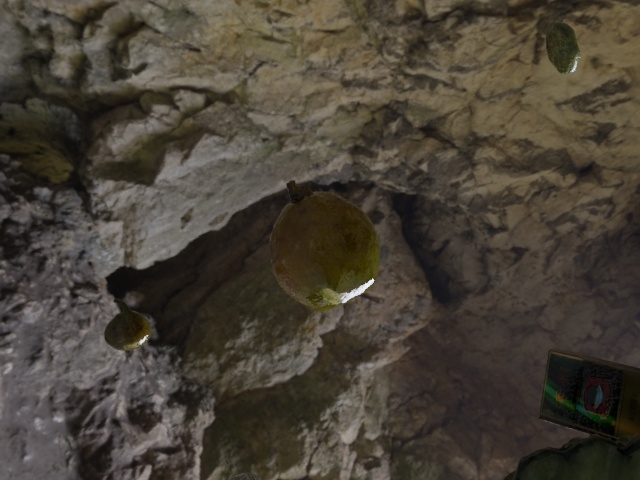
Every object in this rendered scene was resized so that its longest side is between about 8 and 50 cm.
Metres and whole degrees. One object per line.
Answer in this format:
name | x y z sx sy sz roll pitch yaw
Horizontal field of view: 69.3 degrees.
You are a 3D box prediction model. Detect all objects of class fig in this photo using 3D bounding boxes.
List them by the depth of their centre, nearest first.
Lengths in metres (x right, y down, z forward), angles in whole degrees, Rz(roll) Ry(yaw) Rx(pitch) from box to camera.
fig | -0.381 0.170 0.918 0.084 0.082 0.098 24 -61 32

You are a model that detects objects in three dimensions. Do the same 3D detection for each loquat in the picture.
loquat | 0.000 0.000 0.853 0.246 0.213 0.213 65 -21 -6

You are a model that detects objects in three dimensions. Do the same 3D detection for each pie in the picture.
pie | 0.378 -0.301 0.723 0.085 0.017 0.085 -25 90 -85

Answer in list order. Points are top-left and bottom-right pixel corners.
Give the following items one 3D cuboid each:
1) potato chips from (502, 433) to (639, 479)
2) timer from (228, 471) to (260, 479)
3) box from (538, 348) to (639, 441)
potato chips | 0.347 0.423 0.542 0.358 0.070 0.429 18 -82 37
timer | -0.139 0.654 1.003 0.237 0.087 0.262 156 -76 -69
box | 0.615 0.340 0.999 0.240 0.071 0.159 7 -90 38
